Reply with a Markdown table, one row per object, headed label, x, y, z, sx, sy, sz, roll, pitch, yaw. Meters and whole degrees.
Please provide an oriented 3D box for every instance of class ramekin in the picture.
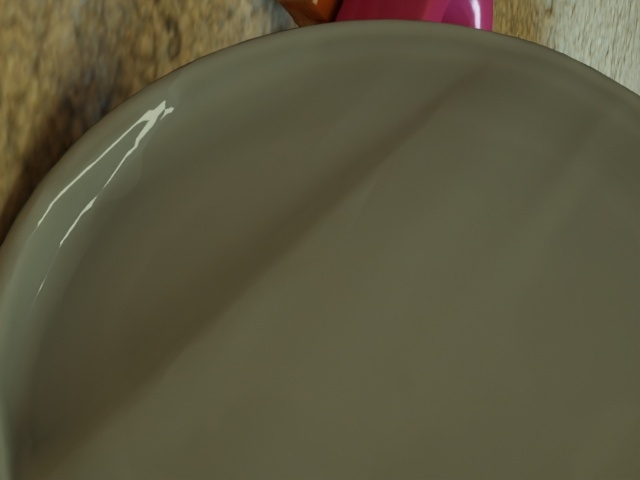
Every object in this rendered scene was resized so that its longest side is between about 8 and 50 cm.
| label | x | y | z | sx | sy | sz | roll | pitch | yaw |
| --- | --- | --- | --- | --- | --- | --- | --- | --- | --- |
| ramekin | 0.023 | 0.066 | 0.644 | 0.127 | 0.272 | 0.273 | 89 | 15 | -59 |

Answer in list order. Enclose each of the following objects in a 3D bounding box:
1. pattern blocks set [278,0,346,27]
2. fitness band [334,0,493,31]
| label | x | y | z | sx | sy | sz | roll | pitch | yaw |
| --- | --- | --- | --- | --- | --- | --- | --- | --- | --- |
| pattern blocks set | 0.000 | 0.000 | 0.902 | 0.325 | 0.026 | 0.286 | -20 | 114 | -70 |
| fitness band | 0.038 | -0.013 | 0.898 | 0.209 | 0.054 | 0.291 | 68 | 32 | -49 |
